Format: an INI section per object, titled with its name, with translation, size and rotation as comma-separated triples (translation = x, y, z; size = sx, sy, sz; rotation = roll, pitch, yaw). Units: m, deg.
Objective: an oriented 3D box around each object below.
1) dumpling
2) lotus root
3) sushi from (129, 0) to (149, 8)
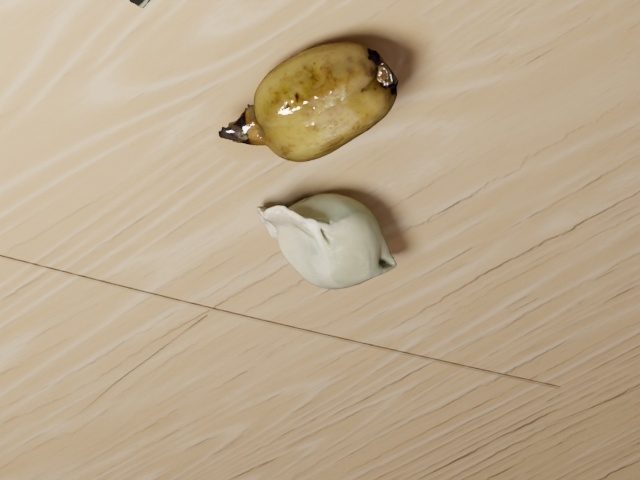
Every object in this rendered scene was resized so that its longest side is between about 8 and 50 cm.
[dumpling]
translation = 0.000, 0.000, 1.741
size = 0.151, 0.124, 0.229
rotation = 4, 159, 40
[lotus root]
translation = -0.013, -0.159, 1.572
size = 0.221, 0.118, 0.125
rotation = -23, 103, 14
[sushi]
translation = -0.202, -0.412, 1.310
size = 0.343, 0.064, 0.359
rotation = 29, 123, -35
